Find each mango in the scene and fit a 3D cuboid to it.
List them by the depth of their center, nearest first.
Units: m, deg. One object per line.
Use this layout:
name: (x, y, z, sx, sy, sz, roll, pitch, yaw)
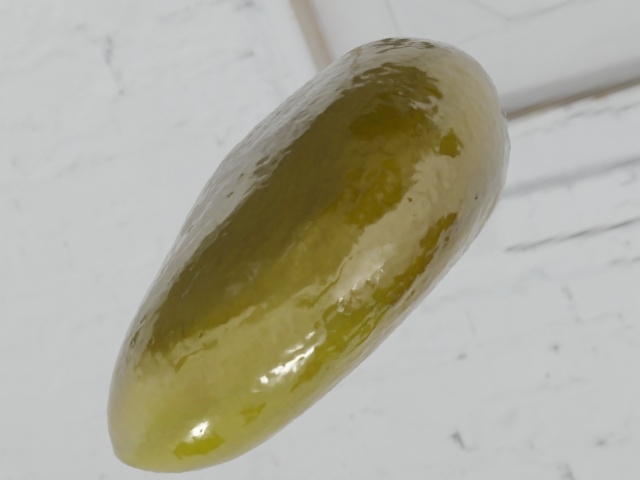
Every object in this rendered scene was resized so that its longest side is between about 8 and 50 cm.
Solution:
mango: (0.006, -0.005, 0.878, 0.195, 0.142, 0.331, -34, -166, 43)
